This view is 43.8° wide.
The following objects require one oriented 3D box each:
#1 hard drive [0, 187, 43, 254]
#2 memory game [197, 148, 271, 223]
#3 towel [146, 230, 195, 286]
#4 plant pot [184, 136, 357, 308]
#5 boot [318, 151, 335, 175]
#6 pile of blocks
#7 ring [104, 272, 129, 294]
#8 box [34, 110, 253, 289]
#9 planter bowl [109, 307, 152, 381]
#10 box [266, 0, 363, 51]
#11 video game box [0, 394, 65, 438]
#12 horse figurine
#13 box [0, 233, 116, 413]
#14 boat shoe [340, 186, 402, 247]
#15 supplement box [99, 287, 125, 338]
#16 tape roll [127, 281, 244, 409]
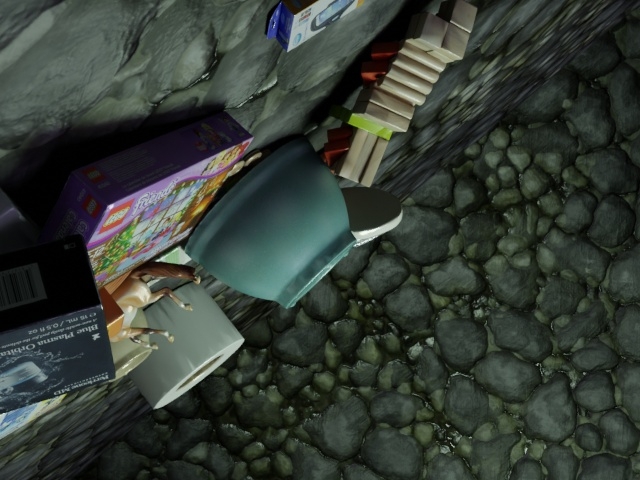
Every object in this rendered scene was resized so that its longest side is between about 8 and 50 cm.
[{"bbox_3d":[-0.430,0.073,0.830,0.307,0.040,0.203,-37,172,-12],"label":"hard drive"},{"bbox_3d":[-0.152,-0.086,1.303,0.186,0.012,0.186,-38,172,-6],"label":"memory game"},{"bbox_3d":[-0.283,0.041,1.405,0.152,0.023,0.113,-34,169,-19],"label":"towel"},{"bbox_3d":[-0.061,-0.008,1.389,0.293,0.196,0.293,-44,176,-4],"label":"plant pot"},{"bbox_3d":[-0.017,-0.120,1.593,0.084,0.059,0.158,-28,160,-35],"label":"boot"},{"bbox_3d":[0.093,-0.250,1.270,0.112,0.149,0.362,19,123,-28],"label":"pile of blocks"},{"bbox_3d":[-0.395,0.089,1.117,0.336,0.032,0.336,-39,172,-7],"label":"ring"},{"bbox_3d":[-0.217,-0.036,0.955,0.201,0.057,0.293,-51,173,33],"label":"box"},{"bbox_3d":[-0.379,0.189,1.461,0.162,0.109,0.162,-38,173,-6],"label":"planter bowl"},{"bbox_3d":[-0.001,-0.270,0.914,0.136,0.028,0.081,-39,172,-16],"label":"box"},{"bbox_3d":[-0.565,0.309,1.514,0.205,0.048,0.187,-30,170,-47],"label":"video game box"},{"bbox_3d":[-0.309,0.114,1.331,0.174,0.066,0.263,16,124,-34],"label":"horse figurine"},{"bbox_3d":[-0.298,0.091,0.800,0.156,0.093,0.158,-16,148,-19],"label":"box"},{"bbox_3d":[0.000,0.000,1.624,0.340,0.127,0.158,-10,142,-1],"label":"boat shoe"},{"bbox_3d":[-0.387,0.147,1.088,0.233,0.078,0.080,-35,171,-28],"label":"supplement box"},{"bbox_3d":[-0.313,0.228,1.753,0.246,0.169,0.246,-37,172,-6],"label":"tape roll"}]
